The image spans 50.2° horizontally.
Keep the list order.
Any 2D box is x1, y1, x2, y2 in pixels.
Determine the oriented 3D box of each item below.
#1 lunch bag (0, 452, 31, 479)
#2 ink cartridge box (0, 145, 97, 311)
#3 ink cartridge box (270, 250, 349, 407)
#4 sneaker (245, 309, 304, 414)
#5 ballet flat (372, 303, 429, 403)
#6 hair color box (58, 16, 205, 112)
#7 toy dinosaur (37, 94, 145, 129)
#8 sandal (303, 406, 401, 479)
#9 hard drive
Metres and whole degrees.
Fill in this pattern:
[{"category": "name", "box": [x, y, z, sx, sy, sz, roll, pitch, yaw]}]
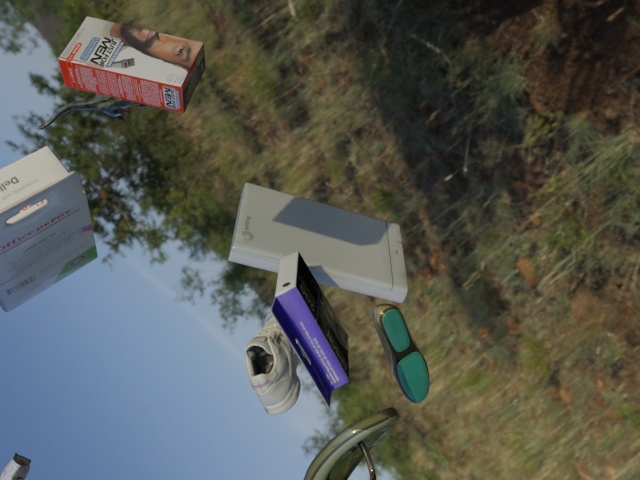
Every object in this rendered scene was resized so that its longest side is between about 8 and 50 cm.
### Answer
[{"category": "lunch bag", "box": [-0.705, 0.538, 1.572, 0.053, 0.071, 0.083, 30, 167, -11]}, {"category": "ink cartridge box", "box": [-0.520, -0.027, 1.193, 0.119, 0.207, 0.353, 49, 154, 11]}, {"category": "ink cartridge box", "box": [-0.012, 0.146, 1.173, 0.206, 0.045, 0.208, 61, -167, -19]}, {"category": "sneaker", "box": [-0.103, 0.243, 1.574, 0.152, 0.114, 0.305, 58, -161, -34]}, {"category": "ballet flat", "box": [0.172, 0.236, 1.467, 0.073, 0.080, 0.232, 16, 126, 69]}, {"category": "hair color box", "box": [-0.249, -0.236, 0.915, 0.167, 0.093, 0.053, 14, 145, 2]}, {"category": "toy dinosaur", "box": [-0.359, -0.244, 1.200, 0.118, 0.268, 0.064, -37, -66, -66]}, {"category": "sandal", "box": [0.018, 0.337, 0.858, 0.086, 0.302, 0.120, 34, -173, 26]}, {"category": "hard drive", "box": [0.000, 0.000, 1.405, 0.353, 0.047, 0.233, 14, -144, -10]}]
